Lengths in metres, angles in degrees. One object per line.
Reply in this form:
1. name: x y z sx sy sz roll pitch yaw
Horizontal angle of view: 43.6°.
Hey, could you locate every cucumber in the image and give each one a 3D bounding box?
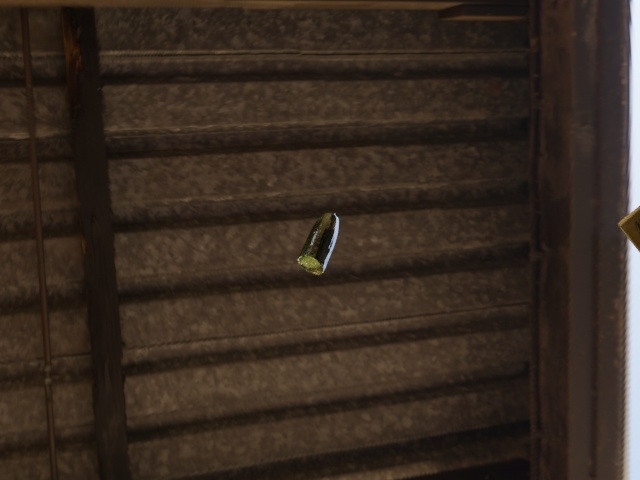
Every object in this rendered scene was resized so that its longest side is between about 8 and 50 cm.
1. cucumber: 0.000 0.000 1.306 0.048 0.048 0.105 32 -117 -19

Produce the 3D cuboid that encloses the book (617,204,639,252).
1. book: 0.479 -0.016 0.964 0.192 0.013 0.168 -40 -85 -4
